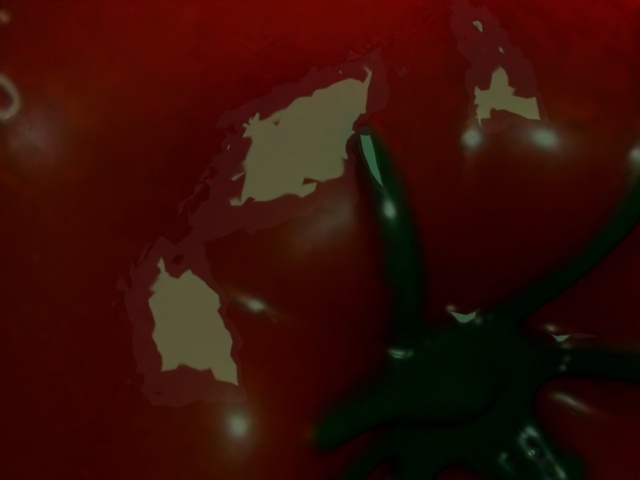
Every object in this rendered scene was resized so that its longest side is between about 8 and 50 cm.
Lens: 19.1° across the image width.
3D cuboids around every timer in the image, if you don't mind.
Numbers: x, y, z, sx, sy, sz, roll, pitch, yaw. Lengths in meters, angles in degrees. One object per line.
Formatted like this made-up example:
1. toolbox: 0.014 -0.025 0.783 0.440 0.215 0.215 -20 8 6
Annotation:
1. timer: 0.000 0.000 0.764 0.378 0.279 0.378 -17 130 -22
